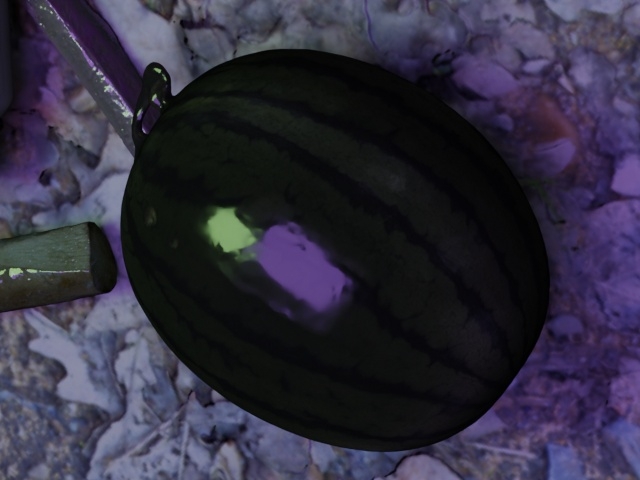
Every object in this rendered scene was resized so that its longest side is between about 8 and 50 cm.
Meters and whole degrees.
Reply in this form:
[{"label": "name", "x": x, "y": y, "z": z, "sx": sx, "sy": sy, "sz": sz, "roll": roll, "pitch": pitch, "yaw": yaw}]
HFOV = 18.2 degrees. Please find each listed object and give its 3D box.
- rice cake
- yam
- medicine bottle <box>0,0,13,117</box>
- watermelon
[{"label": "rice cake", "x": -0.175, "y": -0.132, "z": 1.649, "sx": 0.036, "sy": 0.047, "sz": 0.207, "roll": -34, "pitch": 92, "yaw": 26}, {"label": "yam", "x": -0.261, "y": 0.029, "z": 1.700, "sx": 0.169, "sy": 0.068, "sz": 0.068, "roll": -11, "pitch": 100, "yaw": 18}, {"label": "medicine bottle", "x": -0.321, "y": -0.145, "z": 1.639, "sx": 0.135, "sy": 0.135, "sz": 0.215, "roll": 3, "pitch": 103, "yaw": 15}, {"label": "watermelon", "x": 0.000, "y": 0.000, "z": 1.510, "sx": 0.359, "sy": 0.279, "sz": 0.279, "roll": 30, "pitch": 109, "yaw": 5}]
